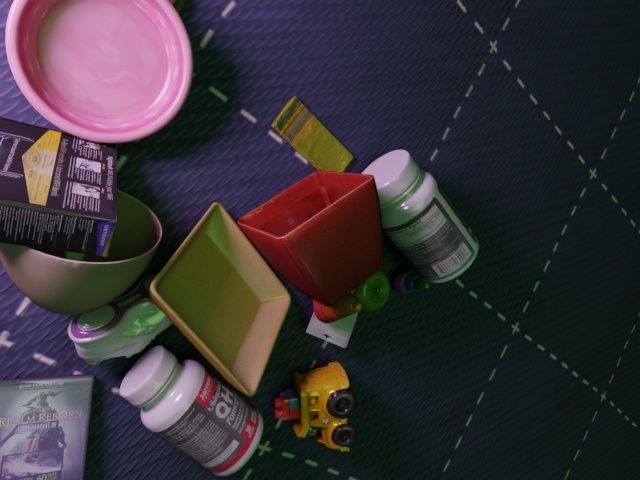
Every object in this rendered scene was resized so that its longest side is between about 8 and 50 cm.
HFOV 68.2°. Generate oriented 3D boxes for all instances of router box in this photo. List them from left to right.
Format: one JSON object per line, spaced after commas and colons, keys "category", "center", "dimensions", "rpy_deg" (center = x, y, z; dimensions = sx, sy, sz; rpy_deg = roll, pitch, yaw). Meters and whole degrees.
{"category": "router box", "center": [-0.498, -0.106, 0.842], "dimensions": [0.243, 0.309, 0.081], "rpy_deg": [11, 119, -29]}

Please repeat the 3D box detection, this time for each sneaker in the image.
{"category": "sneaker", "center": [-0.399, 0.171, 1.065], "dimensions": [0.305, 0.114, 0.152], "rpy_deg": [-23, 141, -34]}

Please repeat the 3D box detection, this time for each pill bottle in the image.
{"category": "pill bottle", "center": [-0.295, 0.388, 1.095], "dimensions": [0.176, 0.176, 0.318], "rpy_deg": [-48, 116, -14]}
{"category": "pill bottle", "center": [0.270, -0.065, 1.323], "dimensions": [0.204, 0.204, 0.361], "rpy_deg": [-49, 116, -14]}

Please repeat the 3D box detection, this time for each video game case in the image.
{"category": "video game case", "center": [-0.596, 0.426, 0.994], "dimensions": [0.196, 0.026, 0.274], "rpy_deg": [6, 88, -36]}

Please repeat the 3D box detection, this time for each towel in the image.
{"category": "towel", "center": [-0.014, -0.261, 1.245], "dimensions": [0.237, 0.021, 0.102], "rpy_deg": [40, 79, -27]}

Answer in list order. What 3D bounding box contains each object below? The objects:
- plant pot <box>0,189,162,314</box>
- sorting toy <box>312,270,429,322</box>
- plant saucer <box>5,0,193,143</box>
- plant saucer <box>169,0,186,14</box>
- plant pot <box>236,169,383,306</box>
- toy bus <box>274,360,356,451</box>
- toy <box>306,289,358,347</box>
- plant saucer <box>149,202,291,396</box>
{"category": "plant pot", "center": [-0.476, 0.031, 0.920], "dimensions": [0.284, 0.284, 0.191], "rpy_deg": [10, 121, -29]}
{"category": "sorting toy", "center": [0.159, 0.146, 1.284], "dimensions": [0.365, 0.126, 0.127], "rpy_deg": [-9, 98, -36]}
{"category": "plant saucer", "center": [-0.428, -0.366, 0.945], "dimensions": [0.332, 0.084, 0.332], "rpy_deg": [-10, 112, -25]}
{"category": "plant saucer", "center": [-0.407, -0.573, 0.978], "dimensions": [0.278, 0.041, 0.278], "rpy_deg": [-4, 99, -29]}
{"category": "plant pot", "center": [0.000, 0.000, 1.157], "dimensions": [0.267, 0.267, 0.235], "rpy_deg": [-34, 115, -20]}
{"category": "toy bus", "center": [-0.019, 0.463, 1.285], "dimensions": [0.211, 0.149, 0.220], "rpy_deg": [-7, 103, -14]}
{"category": "toy", "center": [0.048, 0.162, 1.320], "dimensions": [0.137, 0.056, 0.237], "rpy_deg": [27, 79, -25]}
{"category": "plant saucer", "center": [-0.224, 0.131, 1.076], "dimensions": [0.332, 0.081, 0.333], "rpy_deg": [55, 29, -22]}
